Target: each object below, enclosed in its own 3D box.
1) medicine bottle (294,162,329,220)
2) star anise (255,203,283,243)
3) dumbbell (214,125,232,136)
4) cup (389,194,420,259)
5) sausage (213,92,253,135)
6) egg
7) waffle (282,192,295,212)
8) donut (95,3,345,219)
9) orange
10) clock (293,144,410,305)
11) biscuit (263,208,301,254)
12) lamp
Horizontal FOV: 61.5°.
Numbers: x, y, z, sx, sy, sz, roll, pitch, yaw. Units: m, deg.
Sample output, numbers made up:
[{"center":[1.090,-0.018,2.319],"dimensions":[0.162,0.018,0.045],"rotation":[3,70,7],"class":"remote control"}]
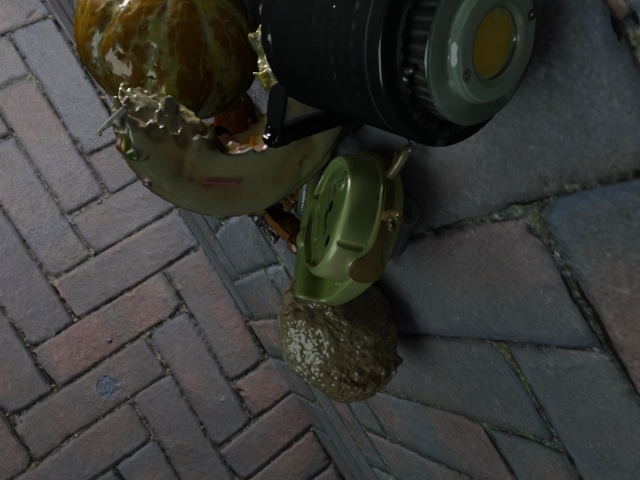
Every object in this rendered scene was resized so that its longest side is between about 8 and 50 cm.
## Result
[{"center":[-0.029,-0.141,1.044],"dimensions":[0.092,0.061,0.221],"rotation":[14,128,8],"class":"medicine bottle"},{"center":[-0.149,-0.078,1.471],"dimensions":[0.181,0.061,0.205],"rotation":[52,159,15],"class":"star anise"},{"center":[-0.121,-0.205,1.040],"dimensions":[0.100,0.191,0.100],"rotation":[46,156,27],"class":"dumbbell"},{"center":[0.122,-0.035,0.933],"dimensions":[0.116,0.074,0.104],"rotation":[106,157,-59],"class":"cup"},{"center":[-0.214,-0.253,1.315],"dimensions":[0.102,0.102,0.330],"rotation":[52,158,13],"class":"sausage"},{"center":[0.036,0.199,1.184],"dimensions":[0.310,0.279,0.279],"rotation":[46,158,11],"class":"egg"},{"center":[-0.057,-0.125,1.212],"dimensions":[0.232,0.051,0.228],"rotation":[63,159,-12],"class":"waffle"},{"center":[-0.118,-0.192,0.850],"dimensions":[0.150,0.371,0.307],"rotation":[56,179,45],"class":"donut"},{"center":[-0.273,-0.355,0.977],"dimensions":[0.329,0.329,0.249],"rotation":[43,134,33],"class":"orange"},{"center":[0.050,-0.037,0.868],"dimensions":[0.308,0.096,0.235],"rotation":[139,143,-60],"class":"clock"},{"center":[0.000,0.000,1.086],"dimensions":[0.280,0.183,0.043],"rotation":[34,115,22],"class":"biscuit"},{"center":[0.078,-0.208,0.564],"dimensions":[0.272,0.204,0.374],"rotation":[49,147,32],"class":"lamp"}]
